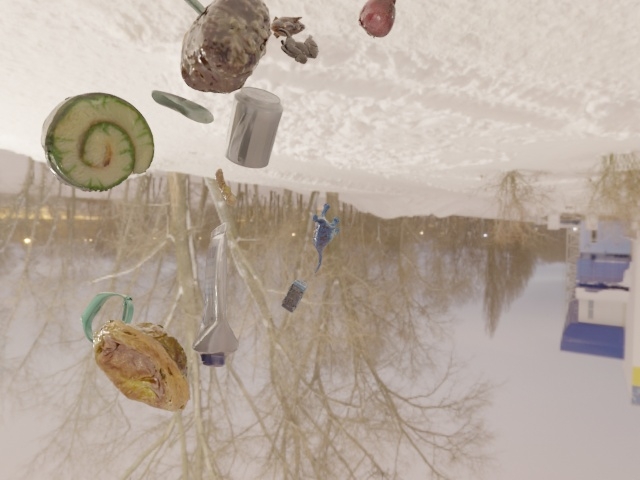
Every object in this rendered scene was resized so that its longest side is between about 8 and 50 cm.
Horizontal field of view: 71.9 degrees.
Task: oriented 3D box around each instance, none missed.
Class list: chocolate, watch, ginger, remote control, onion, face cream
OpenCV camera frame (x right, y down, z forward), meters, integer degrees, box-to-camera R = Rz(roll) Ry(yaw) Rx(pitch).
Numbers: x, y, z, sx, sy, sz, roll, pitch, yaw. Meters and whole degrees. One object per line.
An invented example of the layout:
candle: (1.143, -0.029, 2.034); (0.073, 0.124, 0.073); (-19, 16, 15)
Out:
chocolate: (-0.266, -0.612, 1.336); (0.225, 0.341, 0.210); (36, 159, -27)
watch: (-0.899, 0.322, 1.867); (0.195, 0.237, 0.068); (31, 171, 9)
ginger: (-0.422, -0.231, 1.937); (0.051, 0.174, 0.069); (-32, -160, -18)
remote control: (-0.472, -0.452, 1.500); (0.255, 0.045, 0.097); (24, 164, 19)
onion: (0.255, -0.953, 1.847); (0.159, 0.160, 0.195); (-2, 142, -48)
face cream: (-0.313, 0.168, 1.341); (0.137, 0.421, 0.234); (4, 171, -23)

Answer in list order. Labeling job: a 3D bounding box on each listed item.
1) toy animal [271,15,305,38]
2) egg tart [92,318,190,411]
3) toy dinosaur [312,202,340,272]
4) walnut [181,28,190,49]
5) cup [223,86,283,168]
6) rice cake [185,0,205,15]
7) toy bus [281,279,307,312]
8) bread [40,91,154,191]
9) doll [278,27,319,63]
toy animal: (-0.124, -0.912, 1.877); (0.188, 0.089, 0.179); (-17, -152, -27)
egg tart: (-0.500, 0.351, 1.289); (0.351, 0.353, 0.150); (2, -149, 30)
toy dinosaur: (0.014, -0.028, 1.513); (0.076, 0.145, 0.329); (23, 148, 15)
walnut: (-0.469, -0.756, 1.802); (0.192, 0.226, 0.193); (-19, -163, 6)
cup: (-0.334, -0.524, 2.081); (0.236, 0.327, 0.323); (23, -148, 4)
rice cake: (-0.430, -0.801, 1.475); (0.033, 0.029, 0.170); (11, 160, 48)
toy bus: (-0.065, 0.140, 1.119); (0.038, 0.083, 0.046); (32, -150, 10)
bread: (-0.811, -0.354, 1.639); (0.129, 0.367, 0.381); (9, 171, 46)
doll: (-0.066, -0.608, 1.402); (0.138, 0.165, 0.057); (-1, 139, -29)
